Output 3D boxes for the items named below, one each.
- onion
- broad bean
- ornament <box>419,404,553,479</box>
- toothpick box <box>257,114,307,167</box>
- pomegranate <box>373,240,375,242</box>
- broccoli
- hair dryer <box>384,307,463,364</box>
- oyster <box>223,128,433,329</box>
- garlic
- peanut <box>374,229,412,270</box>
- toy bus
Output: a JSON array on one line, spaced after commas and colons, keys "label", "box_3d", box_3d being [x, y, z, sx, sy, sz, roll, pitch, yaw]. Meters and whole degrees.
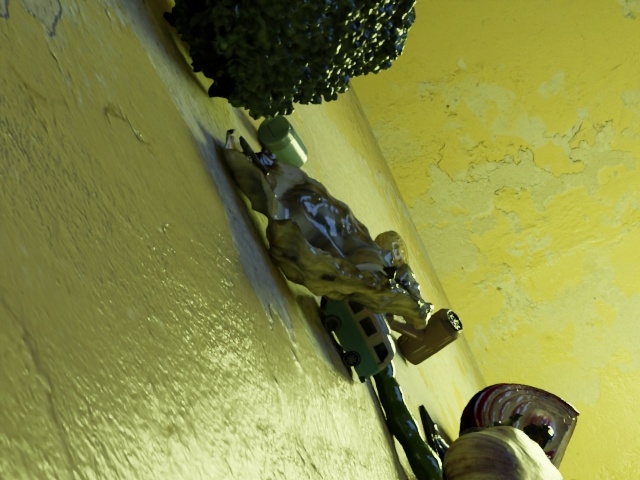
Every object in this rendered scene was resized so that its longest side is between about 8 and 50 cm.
[{"label": "onion", "box_3d": [0.354, 0.393, 2.190, 0.207, 0.216, 0.206, 31, -41, 22]}, {"label": "broad bean", "box_3d": [0.114, 0.241, 1.661, 0.052, 0.053, 0.256, 0, 57, -38]}, {"label": "ornament", "box_3d": [0.298, 0.347, 1.969, 0.153, 0.196, 0.166, -97, 161, -61]}, {"label": "toothpick box", "box_3d": [-0.056, -0.146, 1.738, 0.083, 0.052, 0.052, 53, 14, -57]}, {"label": "pomegranate", "box_3d": [0.061, 0.027, 1.915, 0.084, 0.073, 0.073, -8, -69, 61]}, {"label": "broccoli", "box_3d": [-0.036, -0.343, 1.490, 0.281, 0.347, 0.293, 58, -3, 38]}, {"label": "hair dryer", "box_3d": [0.162, 0.154, 2.068, 0.181, 0.117, 0.064, 27, 35, -43]}, {"label": "oyster", "box_3d": [-0.002, 0.003, 1.464, 0.354, 0.107, 0.201, 40, 13, -4]}, {"label": "garlic", "box_3d": [0.330, 0.398, 1.765, 0.245, 0.253, 0.245, 29, 55, -50]}, {"label": "peanut", "box_3d": [0.141, 0.049, 2.276, 0.080, 0.080, 0.174, 55, 15, -46]}, {"label": "toy bus", "box_3d": [0.055, 0.121, 1.561, 0.123, 0.075, 0.060, 62, 10, -13]}]
